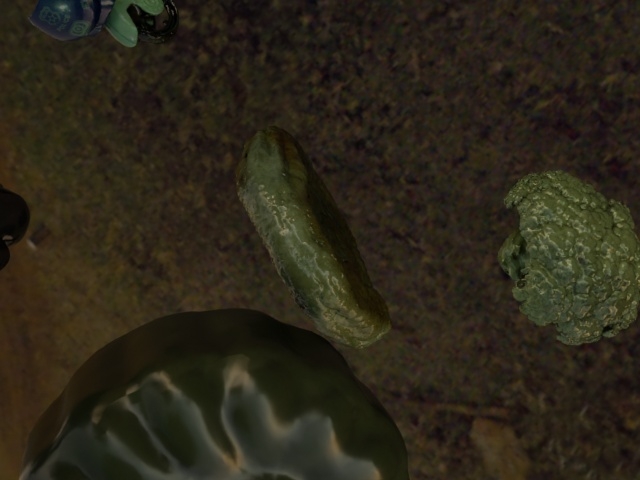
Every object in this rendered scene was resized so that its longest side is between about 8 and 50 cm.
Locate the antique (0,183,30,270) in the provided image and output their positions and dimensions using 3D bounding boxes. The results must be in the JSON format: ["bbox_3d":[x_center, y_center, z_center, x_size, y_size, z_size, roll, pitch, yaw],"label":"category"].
[{"bbox_3d":[-0.414,0.008,0.808,0.185,0.255,0.322,58,-167,5],"label":"antique"}]

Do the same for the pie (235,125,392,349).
[{"bbox_3d":[0.000,0.000,1.069,0.277,0.078,0.277,55,-166,-21],"label":"pie"}]

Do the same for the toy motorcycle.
[{"bbox_3d":[-0.325,-0.370,1.205,0.331,0.196,0.125,52,133,5],"label":"toy motorcycle"}]

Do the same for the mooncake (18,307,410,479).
[{"bbox_3d":[-0.098,0.234,0.834,0.351,0.351,0.187,53,180,-16],"label":"mooncake"}]

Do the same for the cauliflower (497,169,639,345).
[{"bbox_3d":[0.406,0.035,1.596,0.272,0.275,0.250,16,171,-25],"label":"cauliflower"}]
